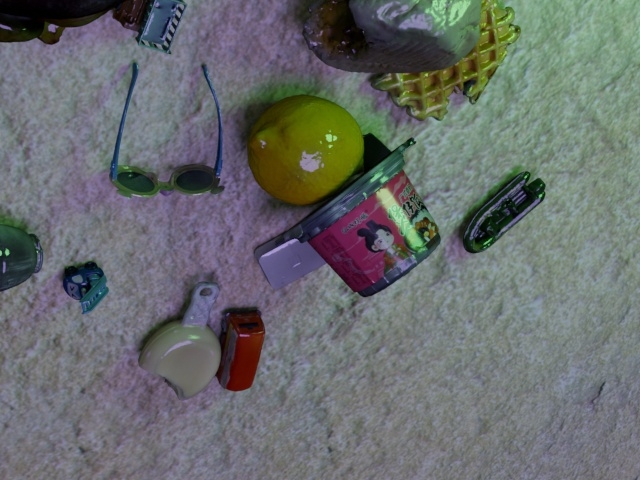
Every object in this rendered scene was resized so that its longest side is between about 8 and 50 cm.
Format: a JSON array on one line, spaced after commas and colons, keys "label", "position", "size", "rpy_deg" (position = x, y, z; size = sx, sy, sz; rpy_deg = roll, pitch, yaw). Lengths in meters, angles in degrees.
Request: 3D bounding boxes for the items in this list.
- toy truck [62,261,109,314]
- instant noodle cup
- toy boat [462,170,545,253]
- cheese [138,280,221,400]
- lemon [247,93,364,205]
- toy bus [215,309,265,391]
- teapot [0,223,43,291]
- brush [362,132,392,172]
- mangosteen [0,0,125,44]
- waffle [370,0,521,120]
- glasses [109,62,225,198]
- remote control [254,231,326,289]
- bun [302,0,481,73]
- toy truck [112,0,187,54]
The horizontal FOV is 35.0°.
[{"label": "toy truck", "position": [-0.401, 0.085, 1.748], "size": [0.073, 0.090, 0.056], "rpy_deg": [-16, 130, -17]}, {"label": "instant noodle cup", "position": [0.093, -0.018, 1.779], "size": [0.302, 0.258, 0.181], "rpy_deg": [-36, 93, 17]}, {"label": "toy boat", "position": [0.371, -0.055, 2.079], "size": [0.210, 0.052, 0.104], "rpy_deg": [-43, 135, 6]}, {"label": "cheese", "position": [-0.236, 0.190, 1.932], "size": [0.163, 0.071, 0.249], "rpy_deg": [29, 107, -40]}, {"label": "lemon", "position": [-0.024, -0.151, 1.707], "size": [0.244, 0.187, 0.187], "rpy_deg": [4, 123, -42]}, {"label": "toy bus", "position": [-0.158, 0.221, 1.992], "size": [0.079, 0.077, 0.174], "rpy_deg": [-2, 125, -26]}, {"label": "teapot", "position": [-0.508, 0.041, 1.649], "size": [0.108, 0.111, 0.149], "rpy_deg": [-7, 123, -41]}, {"label": "brush", "position": [0.065, -0.180, 1.844], "size": [0.063, 0.016, 0.193], "rpy_deg": [-43, 133, 10]}, {"label": "mangosteen", "position": [-0.356, -0.426, 1.235], "size": [0.382, 0.382, 0.435], "rpy_deg": [-4, 164, -26]}, {"label": "waffle", "position": [0.220, -0.330, 1.786], "size": [0.250, 0.056, 0.261], "rpy_deg": [16, 118, -36]}, {"label": "glasses", "position": [-0.251, -0.182, 1.662], "size": [0.189, 0.088, 0.220], "rpy_deg": [-3, 106, -25]}, {"label": "remote control", "position": [0.000, 0.000, 1.935], "size": [0.250, 0.034, 0.103], "rpy_deg": [-29, 133, -4]}, {"label": "bun", "position": [0.127, -0.376, 1.582], "size": [0.281, 0.281, 0.205], "rpy_deg": [4, 88, -30]}, {"label": "toy truck", "position": [-0.228, -0.375, 1.470], "size": [0.080, 0.115, 0.178], "rpy_deg": [10, 117, -33]}]
